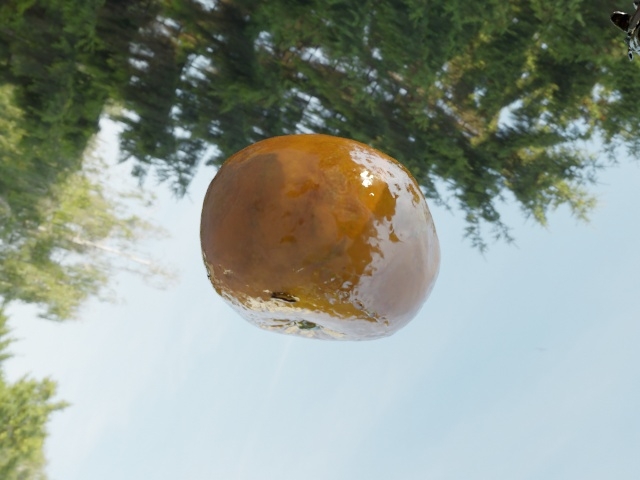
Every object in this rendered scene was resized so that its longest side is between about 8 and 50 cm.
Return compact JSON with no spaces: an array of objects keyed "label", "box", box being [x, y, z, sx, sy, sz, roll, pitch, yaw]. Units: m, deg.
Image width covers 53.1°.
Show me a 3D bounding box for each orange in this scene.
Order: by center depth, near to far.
[{"label":"orange","box":[0.000,0.000,0.746,0.284,0.284,0.226,-10,-119,56]}]

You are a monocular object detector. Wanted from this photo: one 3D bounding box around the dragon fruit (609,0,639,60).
[{"label":"dragon fruit","box":[0.552,-0.313,0.933,0.182,0.188,0.182,163,-90,-85]}]
